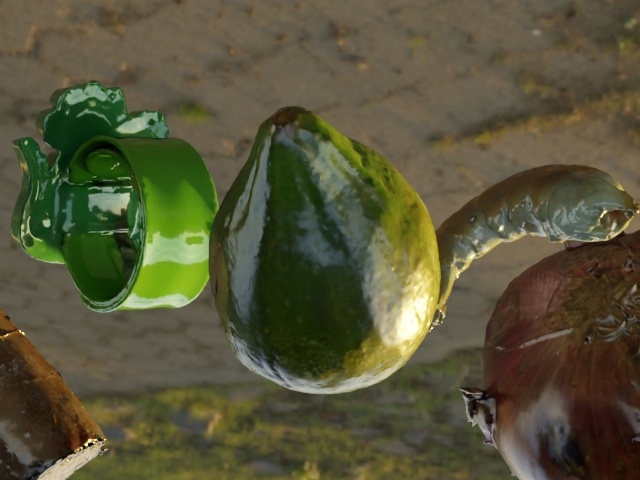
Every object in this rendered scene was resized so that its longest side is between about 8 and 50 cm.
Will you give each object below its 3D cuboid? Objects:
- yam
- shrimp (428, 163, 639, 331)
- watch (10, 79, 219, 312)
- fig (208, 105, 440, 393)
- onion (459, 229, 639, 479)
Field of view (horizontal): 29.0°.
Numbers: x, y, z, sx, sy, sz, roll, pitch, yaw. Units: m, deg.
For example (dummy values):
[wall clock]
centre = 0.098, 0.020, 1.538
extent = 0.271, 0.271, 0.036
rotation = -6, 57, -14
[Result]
[yam]
centre = -0.189, 0.080, 0.679
extent = 0.141, 0.079, 0.079
rotation = 49, 157, 8
[shrimp]
centre = 0.130, 0.007, 0.870
extent = 0.161, 0.166, 0.049
rotation = 4, 133, 53
[watch]
centre = -0.149, -0.031, 0.929
extent = 0.131, 0.165, 0.152
rotation = 1, -168, -39
[fig]
centre = 0.000, 0.000, 0.625
extent = 0.123, 0.123, 0.156
rotation = 6, 147, 9
[onion]
centre = 0.326, 0.142, 1.339
extent = 0.354, 0.353, 0.353
rotation = 8, 157, 4
